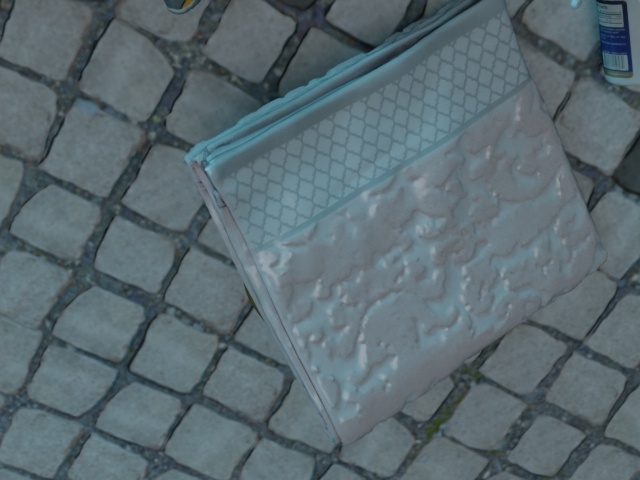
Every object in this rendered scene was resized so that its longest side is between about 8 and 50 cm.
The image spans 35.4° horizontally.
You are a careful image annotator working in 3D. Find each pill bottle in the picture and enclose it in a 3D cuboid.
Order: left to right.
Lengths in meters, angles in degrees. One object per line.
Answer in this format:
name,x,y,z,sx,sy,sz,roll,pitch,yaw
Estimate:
pill bottle,0.282,-0.205,0.896,0.067,0.067,0.120,-12,114,2

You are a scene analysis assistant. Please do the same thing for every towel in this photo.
towel,0.087,-0.020,0.912,0.332,0.053,0.317,-32,113,-13

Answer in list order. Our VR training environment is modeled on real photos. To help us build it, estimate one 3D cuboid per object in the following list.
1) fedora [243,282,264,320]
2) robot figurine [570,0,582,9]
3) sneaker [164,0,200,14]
fedora,0.000,0.000,0.952,0.194,0.079,0.194,-5,103,-22
robot figurine,0.304,-0.318,0.758,0.353,0.200,0.300,-32,69,-1
sneaker,-0.095,-0.294,0.834,0.083,0.084,0.215,19,102,-9
